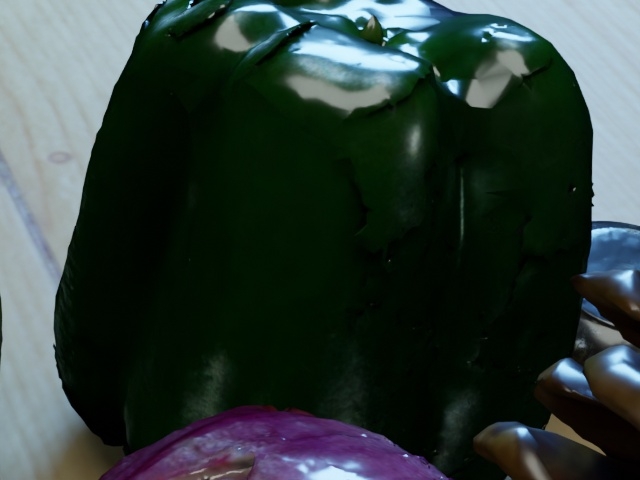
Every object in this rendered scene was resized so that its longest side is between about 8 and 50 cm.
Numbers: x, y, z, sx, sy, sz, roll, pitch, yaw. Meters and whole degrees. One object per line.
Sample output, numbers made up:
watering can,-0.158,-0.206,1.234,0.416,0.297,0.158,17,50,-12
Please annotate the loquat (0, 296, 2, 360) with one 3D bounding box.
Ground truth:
loquat,-0.278,0.058,0.654,0.276,0.276,0.284,10,25,7

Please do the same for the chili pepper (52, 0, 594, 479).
chili pepper,0.000,0.000,0.731,0.248,0.257,0.233,26,35,24

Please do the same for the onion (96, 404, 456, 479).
onion,0.018,0.199,0.522,0.272,0.256,0.230,-51,43,-9

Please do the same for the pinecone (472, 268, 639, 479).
pinecone,0.141,0.091,0.360,0.264,0.264,0.264,2,43,-2

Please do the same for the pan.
pan,0.125,0.038,0.839,0.202,0.048,0.128,-4,45,-7
